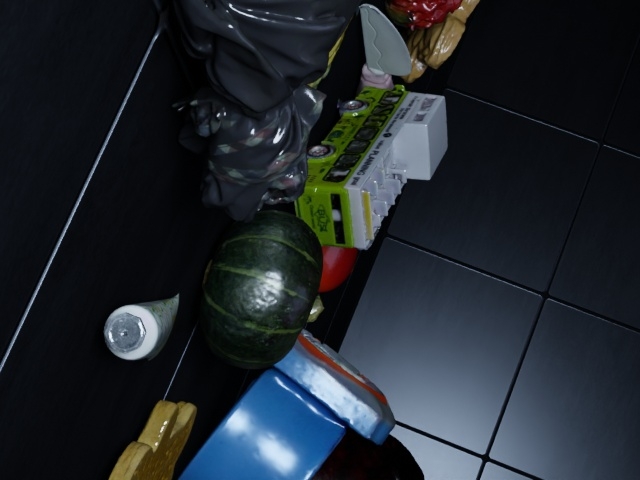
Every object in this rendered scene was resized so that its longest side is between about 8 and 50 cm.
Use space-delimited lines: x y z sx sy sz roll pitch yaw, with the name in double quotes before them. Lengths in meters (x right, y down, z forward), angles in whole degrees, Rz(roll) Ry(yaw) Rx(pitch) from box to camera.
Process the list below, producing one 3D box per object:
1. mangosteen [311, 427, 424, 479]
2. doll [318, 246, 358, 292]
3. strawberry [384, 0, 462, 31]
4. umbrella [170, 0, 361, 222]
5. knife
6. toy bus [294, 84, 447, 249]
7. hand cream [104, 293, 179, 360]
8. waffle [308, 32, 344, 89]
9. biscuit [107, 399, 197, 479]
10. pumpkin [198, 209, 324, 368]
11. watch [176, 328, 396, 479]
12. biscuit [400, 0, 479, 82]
"mangosteen" 0.026 0.492 2.125 0.381 0.381 0.421 104 -3 -45
"doll" 0.000 0.000 1.628 0.217 0.085 0.183 27 80 -66
"strawberry" 0.182 -0.422 1.635 0.190 0.111 0.236 -35 145 -73
"umbrella" -0.043 -0.124 0.759 0.272 0.122 0.110 100 13 -56
"knife" 0.088 -0.243 1.556 0.336 0.081 0.043 77 32 -77
"toy bus" 0.068 -0.102 1.490 0.301 0.139 0.113 -56 146 -50
"hand cream" -0.143 0.075 0.923 0.194 0.042 0.067 58 51 -86
"waffle" 0.009 -0.236 1.100 0.214 0.054 0.207 -60 172 -63
"biscuit" -0.181 0.233 1.110 0.240 0.035 0.158 47 62 -83
"pumpkin" -0.059 0.049 1.135 0.167 0.125 0.167 10 90 -80
"watch" -0.063 0.255 1.456 0.274 0.241 0.305 -51 173 -5
"biscuit" 0.202 -0.396 1.830 0.269 0.051 0.376 -52 -165 35
